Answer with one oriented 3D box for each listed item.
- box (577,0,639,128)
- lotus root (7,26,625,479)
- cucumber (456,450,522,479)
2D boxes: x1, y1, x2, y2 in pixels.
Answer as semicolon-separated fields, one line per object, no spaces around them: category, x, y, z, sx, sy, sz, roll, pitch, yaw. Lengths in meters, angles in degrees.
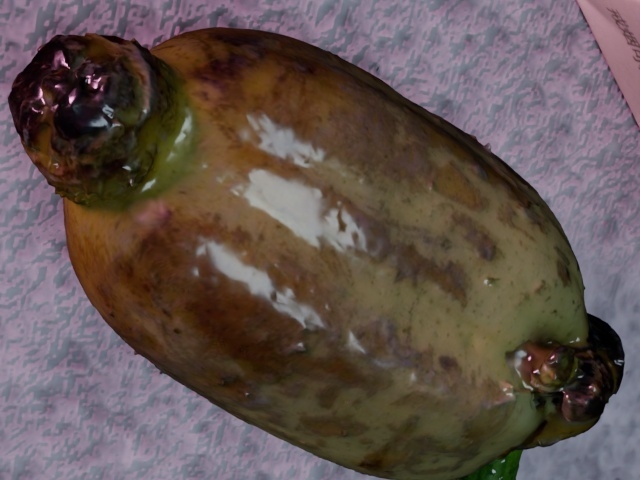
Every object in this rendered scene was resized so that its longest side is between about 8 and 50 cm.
box;0.234;-0.057;0.539;0.069;0.256;0.164;-36;116;-4
lotus root;0.000;0.000;0.534;0.309;0.173;0.173;32;95;-26
cucumber;0.093;0.159;0.683;0.037;0.037;0.155;0;106;-20
